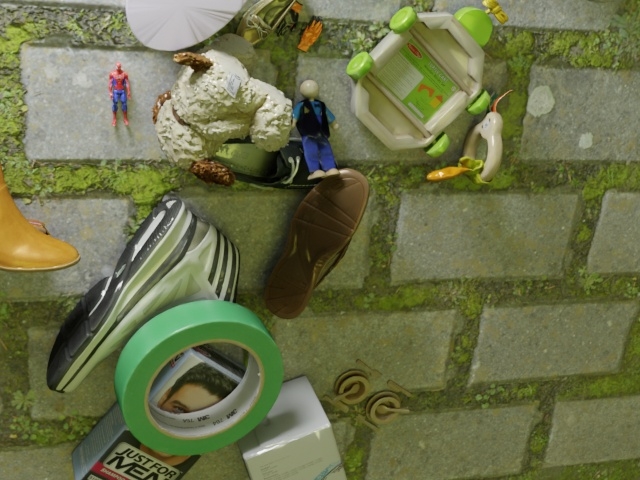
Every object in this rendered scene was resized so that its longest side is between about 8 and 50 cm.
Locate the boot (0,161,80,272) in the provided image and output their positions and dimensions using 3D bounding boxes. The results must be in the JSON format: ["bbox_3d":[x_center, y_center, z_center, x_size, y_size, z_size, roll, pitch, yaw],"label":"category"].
[{"bbox_3d":[-0.568,-0.063,1.653,0.295,0.104,0.211,7,109,-6],"label":"boot"}]

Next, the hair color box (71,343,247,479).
[{"bbox_3d":[-0.330,0.386,1.968,0.185,0.113,0.374,37,98,-30],"label":"hair color box"}]

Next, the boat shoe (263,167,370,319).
[{"bbox_3d":[0.000,0.000,1.901,0.123,0.123,0.342,29,108,8],"label":"boat shoe"}]

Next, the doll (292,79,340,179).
[{"bbox_3d":[-0.008,-0.213,1.793,0.129,0.046,0.189,-11,89,-43],"label":"doll"}]

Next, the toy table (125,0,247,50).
[{"bbox_3d":[-0.218,-0.452,1.572,0.274,0.161,0.252,-36,121,1],"label":"toy table"}]

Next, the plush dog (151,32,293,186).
[{"bbox_3d":[-0.205,-0.221,1.634,0.210,0.262,0.225,1,135,-46],"label":"plush dog"}]

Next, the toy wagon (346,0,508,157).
[{"bbox_3d":[0.221,-0.336,1.834,0.344,0.068,0.267,-46,120,6],"label":"toy wagon"}]

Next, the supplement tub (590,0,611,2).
[{"bbox_3d":[0.475,-0.609,1.694,0.316,0.228,0.228,34,101,-29],"label":"supplement tub"}]

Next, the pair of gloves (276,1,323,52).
[{"bbox_3d":[-0.038,-0.398,1.746,0.083,0.010,0.074,28,104,-27],"label":"pair of gloves"}]

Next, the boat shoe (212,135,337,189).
[{"bbox_3d":[-0.097,-0.146,1.801,0.302,0.091,0.114,6,112,-22],"label":"boat shoe"}]

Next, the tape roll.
[{"bbox_3d":[-0.233,0.269,1.815,0.321,0.077,0.321,-13,123,-20],"label":"tape roll"}]

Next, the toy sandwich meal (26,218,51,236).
[{"bbox_3d":[-0.542,0.001,1.756,0.085,0.029,0.085,-8,117,-15],"label":"toy sandwich meal"}]

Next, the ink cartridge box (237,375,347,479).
[{"bbox_3d":[-0.065,0.480,2.056,0.197,0.198,0.270,-20,120,-8],"label":"ink cartridge box"}]

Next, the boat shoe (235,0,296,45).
[{"bbox_3d":[-0.094,-0.409,1.700,0.153,0.048,0.056,-43,120,5],"label":"boat shoe"}]

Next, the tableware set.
[{"bbox_3d":[0.113,0.368,2.154,0.194,0.039,0.128,36,99,-30],"label":"tableware set"}]

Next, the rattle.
[{"bbox_3d":[0.298,-0.216,1.889,0.143,0.130,0.200,9,114,-6],"label":"rattle"}]

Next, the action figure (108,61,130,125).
[{"bbox_3d":[-0.362,-0.265,1.691,0.038,0.030,0.115,-3,114,-12],"label":"action figure"}]

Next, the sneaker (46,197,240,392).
[{"bbox_3d":[-0.320,0.160,1.829,0.257,0.169,0.447,36,97,-28],"label":"sneaker"}]
